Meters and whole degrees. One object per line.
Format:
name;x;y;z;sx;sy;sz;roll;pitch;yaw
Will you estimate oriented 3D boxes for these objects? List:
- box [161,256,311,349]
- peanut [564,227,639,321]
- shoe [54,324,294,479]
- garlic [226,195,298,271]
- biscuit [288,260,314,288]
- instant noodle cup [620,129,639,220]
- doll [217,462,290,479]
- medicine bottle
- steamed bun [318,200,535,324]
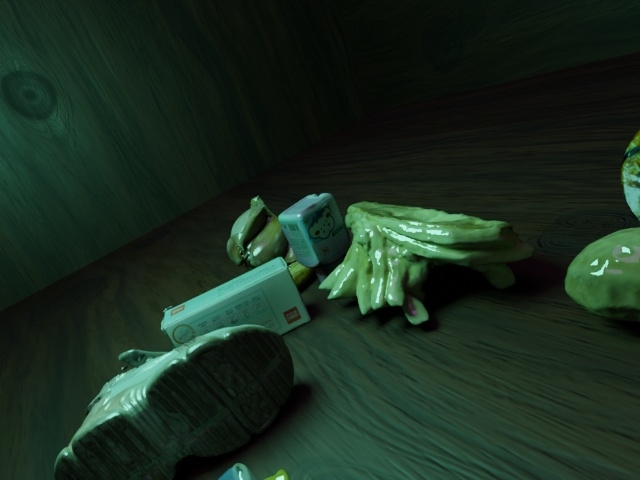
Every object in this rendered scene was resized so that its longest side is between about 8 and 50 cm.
box;-0.167;0.150;0.910;0.269;0.135;0.079;-26;20;-6
peanut;0.434;0.047;0.500;0.149;0.149;0.313;-34;22;-27
shoe;-0.220;0.232;0.708;0.350;0.172;0.198;-27;17;-15
garlic;-0.139;0.014;1.211;0.160;0.214;0.191;-44;22;53
biscuit;-0.145;0.129;1.075;0.299;0.045;0.154;-25;18;-4
instant noodle cup;0.580;-0.107;0.624;0.182;0.230;0.230;-22;18;-23
doll;-0.134;0.326;0.479;0.241;0.099;0.135;-32;44;-18
medicine bottle;0.000;0.000;1.026;0.119;0.188;0.094;-38;24;-34
steamed bun;0.142;0.034;0.847;0.247;0.190;0.428;1;9;-31
